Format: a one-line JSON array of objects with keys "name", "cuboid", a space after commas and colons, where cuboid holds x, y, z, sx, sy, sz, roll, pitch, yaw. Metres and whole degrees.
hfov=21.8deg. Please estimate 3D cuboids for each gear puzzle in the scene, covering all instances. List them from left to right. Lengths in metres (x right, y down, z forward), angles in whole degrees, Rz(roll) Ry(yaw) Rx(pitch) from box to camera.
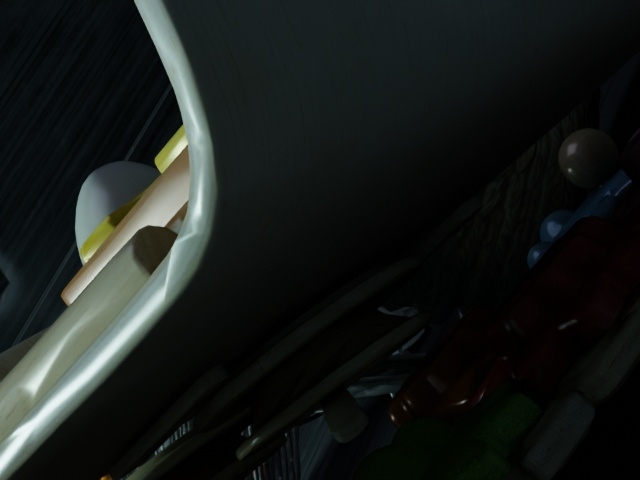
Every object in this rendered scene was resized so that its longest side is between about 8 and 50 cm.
[{"name": "gear puzzle", "cuboid": [0.028, 0.063, 0.490, 0.339, 0.044, 0.175, -49, -1, -28]}]

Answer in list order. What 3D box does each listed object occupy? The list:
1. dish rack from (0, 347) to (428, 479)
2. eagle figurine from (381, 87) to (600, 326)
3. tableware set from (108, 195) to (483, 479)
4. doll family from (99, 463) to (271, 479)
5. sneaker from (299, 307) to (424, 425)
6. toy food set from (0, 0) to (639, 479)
[{"name": "dish rack", "cuboid": [-0.077, 0.091, 0.773, 0.208, 0.271, 0.074, 141, 125, -77]}, {"name": "eagle figurine", "cuboid": [0.078, -0.129, 0.691, 0.225, 0.226, 0.298, -32, 34, 12]}, {"name": "tableware set", "cuboid": [-0.019, 0.067, 0.559, 0.128, 0.039, 0.194, -32, -9, -38]}, {"name": "doll family", "cuboid": [-0.118, 0.214, 0.904, 0.163, 0.118, 0.263, 100, -166, -67]}, {"name": "sneaker", "cuboid": [0.000, 0.001, 1.046, 0.182, 0.127, 0.315, -53, 10, 42]}, {"name": "toy food set", "cuboid": [-0.042, -0.011, 0.485, 0.220, 0.092, 0.306, -30, -11, -46]}]
